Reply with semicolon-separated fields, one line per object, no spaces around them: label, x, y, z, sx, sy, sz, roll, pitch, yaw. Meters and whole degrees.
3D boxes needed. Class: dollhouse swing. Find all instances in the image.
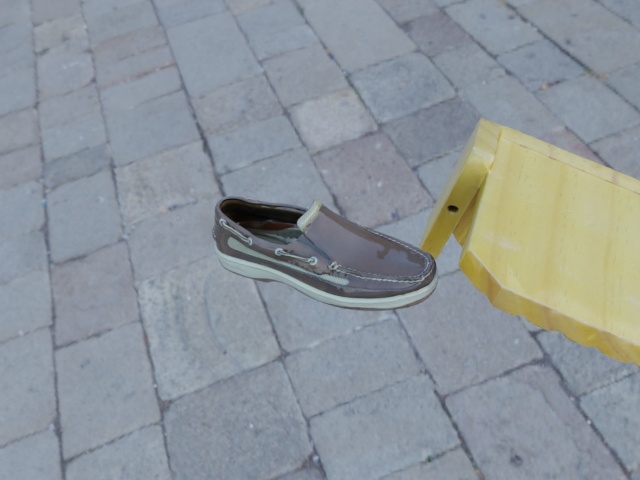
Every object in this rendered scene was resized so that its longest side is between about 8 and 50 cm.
dollhouse swing;0.292;0.066;0.866;0.347;0.315;0.305;23;55;4

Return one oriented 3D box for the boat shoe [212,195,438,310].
boat shoe;-0.003;0.005;0.762;0.258;0.095;0.095;8;43;17
